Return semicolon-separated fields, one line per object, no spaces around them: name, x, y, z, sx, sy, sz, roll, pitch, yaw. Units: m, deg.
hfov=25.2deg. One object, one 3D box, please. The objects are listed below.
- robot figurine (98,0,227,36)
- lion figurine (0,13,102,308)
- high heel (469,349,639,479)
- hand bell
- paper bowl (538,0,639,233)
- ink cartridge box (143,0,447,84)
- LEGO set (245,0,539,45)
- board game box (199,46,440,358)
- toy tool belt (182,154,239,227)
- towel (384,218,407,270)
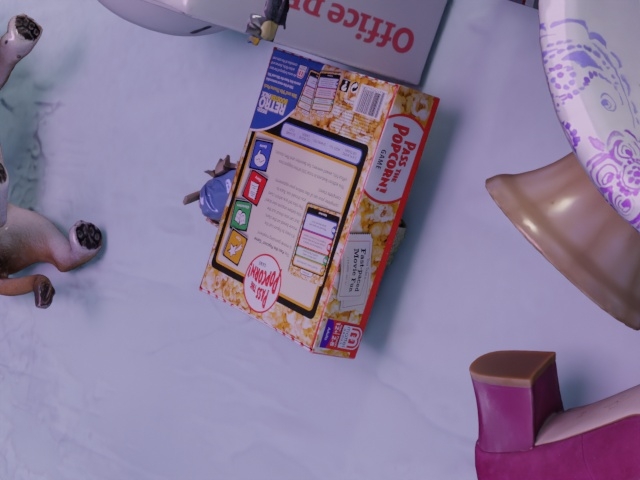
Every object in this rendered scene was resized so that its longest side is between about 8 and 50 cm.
robot figurine;-0.096;-0.303;1.152;0.209;0.173;0.278;-148;74;-71
lion figurine;-0.346;-0.081;1.400;0.240;0.142;0.392;-34;61;47
high heel;0.193;0.133;0.815;0.244;0.082;0.117;2;114;34
hand bell;0.221;-0.078;0.815;0.242;0.126;0.126;-48;48;13
paper bowl;0.257;-0.106;0.682;0.284;0.148;0.284;-1;86;22
ink cartridge box;0.006;-0.285;0.989;0.131;0.226;0.306;27;102;49
LEGO set;0.090;-0.247;0.847;0.192;0.331;0.255;30;124;49
board game box;-0.006;-0.030;1.033;0.146;0.045;0.194;26;100;48
toy tool belt;-0.068;-0.043;1.143;0.083;0.051;0.052;-30;60;40
towel;0.000;0.000;1.076;0.148;0.027;0.110;39;111;45
